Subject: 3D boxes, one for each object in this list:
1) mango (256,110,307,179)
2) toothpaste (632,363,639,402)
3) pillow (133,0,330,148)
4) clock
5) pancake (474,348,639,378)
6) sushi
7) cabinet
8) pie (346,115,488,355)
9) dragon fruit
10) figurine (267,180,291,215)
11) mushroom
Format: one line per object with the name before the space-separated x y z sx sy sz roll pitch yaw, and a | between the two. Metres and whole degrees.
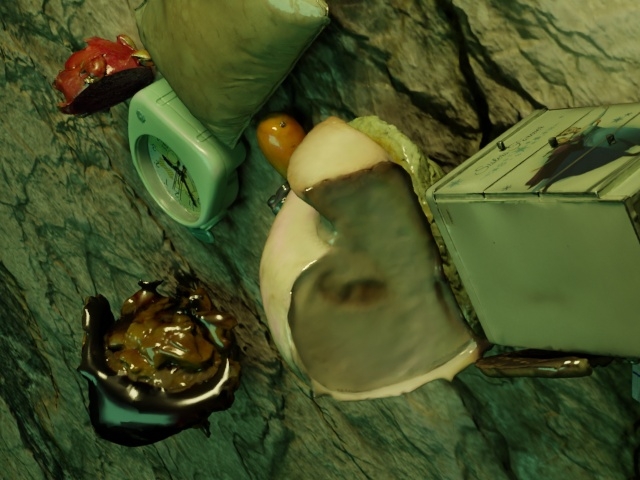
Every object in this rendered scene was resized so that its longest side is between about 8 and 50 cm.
mango | -0.034 -0.093 1.473 0.060 0.046 0.089 30 155 40
toothpaste | 0.334 0.157 1.201 0.194 0.043 0.067 35 148 41
pillow | -0.095 -0.218 1.399 0.185 0.075 0.302 54 150 5
clock | -0.155 -0.084 1.638 0.148 0.060 0.188 42 149 20
pancake | 0.217 0.095 1.164 0.184 0.190 0.020 167 97 -73
sushi | -0.199 0.154 1.823 0.213 0.204 0.200 -99 5 -79
cabinet | 0.217 -0.012 1.085 0.206 0.145 0.150 2 121 55
pie | 0.085 -0.006 1.344 0.201 0.090 0.248 15 133 63
dragon fruit | -0.251 -0.192 1.626 0.068 0.112 0.126 65 153 12
figurine | -0.007 0.006 1.503 0.136 0.079 0.077 41 -171 16
mushroom | 0.001 0.021 1.192 0.173 0.162 0.236 34 156 51
